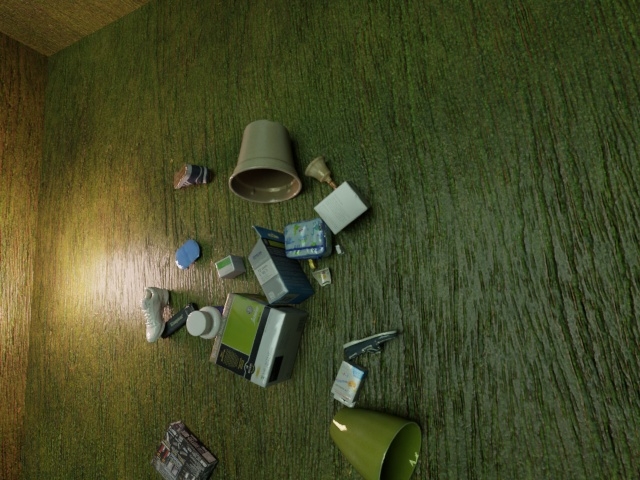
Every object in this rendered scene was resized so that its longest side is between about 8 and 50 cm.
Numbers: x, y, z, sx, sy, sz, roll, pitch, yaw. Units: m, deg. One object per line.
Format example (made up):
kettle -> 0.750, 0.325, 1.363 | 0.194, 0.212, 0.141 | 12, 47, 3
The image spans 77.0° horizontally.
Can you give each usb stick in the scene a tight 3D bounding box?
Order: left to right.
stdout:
usb stick -> -0.770, 0.433, 2.168 | 0.278, 0.045, 0.077 | -37, 67, 16

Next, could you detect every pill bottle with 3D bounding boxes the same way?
pill bottle -> -0.499, 0.388, 1.915 | 0.153, 0.272, 0.152 | -5, 79, 26

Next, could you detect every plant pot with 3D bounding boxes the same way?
plant pot -> -0.258, -0.389, 1.919 | 0.334, 0.334, 0.305 | -12, 66, 24
plant pot -> 0.189, 0.769, 1.548 | 0.294, 0.275, 0.274 | 11, 87, 43

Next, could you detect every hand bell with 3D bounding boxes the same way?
hand bell -> 0.053, -0.265, 1.857 | 0.126, 0.126, 0.242 | -46, 77, 13

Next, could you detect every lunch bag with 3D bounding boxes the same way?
lunch bag -> -0.056, -0.001, 1.812 | 0.219, 0.090, 0.175 | -6, 80, 30

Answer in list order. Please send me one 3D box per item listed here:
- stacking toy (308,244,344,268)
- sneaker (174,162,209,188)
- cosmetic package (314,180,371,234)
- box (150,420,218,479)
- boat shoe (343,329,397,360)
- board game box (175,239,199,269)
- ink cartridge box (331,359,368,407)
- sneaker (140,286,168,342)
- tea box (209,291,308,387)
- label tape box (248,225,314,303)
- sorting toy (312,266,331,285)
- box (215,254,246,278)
stacking toy -> 0.000, 0.000, 1.856 | 0.167, 0.052, 0.221 | -26, 71, 20
sneaker -> -0.717, -0.350, 2.250 | 0.282, 0.153, 0.099 | -17, 75, 54
cosmetic package -> 0.099, -0.146, 1.753 | 0.184, 0.151, 0.151 | -38, 89, 15
box -> -0.681, 1.101, 2.001 | 0.308, 0.077, 0.242 | 29, 95, 27
boat shoe -> 0.209, 0.433, 1.660 | 0.255, 0.095, 0.079 | -25, 70, 22
board game box -> -0.723, 0.078, 2.211 | 0.169, 0.033, 0.133 | -43, 61, 9
ink cartridge box -> 0.116, 0.610, 1.695 | 0.104, 0.062, 0.181 | 22, 92, 27
sneaker -> -0.912, 0.392, 2.157 | 0.114, 0.152, 0.304 | -18, 60, 26
tea box -> -0.279, 0.436, 1.829 | 0.324, 0.220, 0.328 | 16, 89, 26
label tape box -> -0.197, 0.115, 1.822 | 0.115, 0.249, 0.347 | -38, 68, 16
sorting toy -> 0.016, 0.167, 1.829 | 0.083, 0.045, 0.075 | -20, 81, 22
box -> -0.453, 0.135, 2.028 | 0.101, 0.102, 0.087 | -27, 73, 19
